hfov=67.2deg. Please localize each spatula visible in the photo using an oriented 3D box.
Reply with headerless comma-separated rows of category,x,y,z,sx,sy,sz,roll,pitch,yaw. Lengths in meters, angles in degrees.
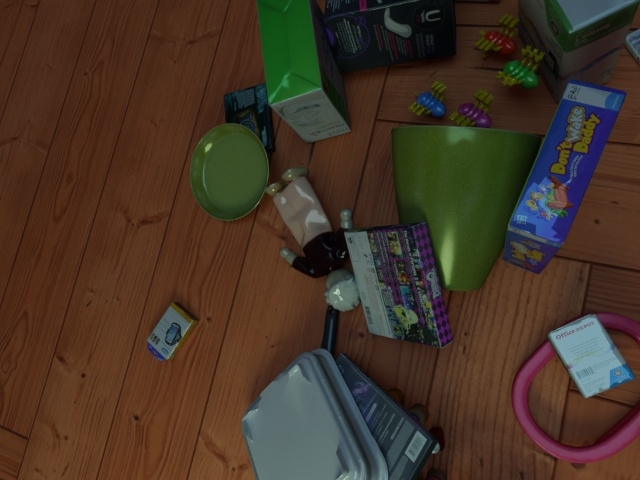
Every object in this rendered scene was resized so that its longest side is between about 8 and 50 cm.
spatula,0.016,0.287,1.060,0.084,0.030,0.296,1,79,23

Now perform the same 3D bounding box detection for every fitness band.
fitness band,0.495,0.267,0.891,0.291,0.054,0.209,-47,66,4

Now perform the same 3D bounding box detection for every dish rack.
dish rack,-0.043,0.404,0.950,0.285,0.072,0.332,-49,42,16

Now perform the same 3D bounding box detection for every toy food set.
toy food set,0.182,0.410,0.938,0.111,0.104,0.232,-10,76,17

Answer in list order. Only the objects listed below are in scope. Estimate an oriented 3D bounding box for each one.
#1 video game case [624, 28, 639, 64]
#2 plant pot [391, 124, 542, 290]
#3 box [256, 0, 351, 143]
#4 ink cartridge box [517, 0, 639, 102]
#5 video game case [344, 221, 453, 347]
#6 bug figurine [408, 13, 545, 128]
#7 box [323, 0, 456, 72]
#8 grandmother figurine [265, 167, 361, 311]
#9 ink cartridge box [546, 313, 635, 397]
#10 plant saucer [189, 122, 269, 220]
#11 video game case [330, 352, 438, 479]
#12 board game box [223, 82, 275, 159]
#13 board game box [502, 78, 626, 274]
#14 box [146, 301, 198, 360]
video game case,0.744,-0.380,0.943,0.202,0.023,0.183,-27,72,12
plant pot,0.261,-0.060,0.942,0.275,0.275,0.293,8,99,20
box,-0.035,-0.391,1.103,0.127,0.231,0.261,-12,76,18
ink cartridge box,0.469,-0.419,0.911,0.117,0.278,0.201,-24,73,17
video game case,0.146,0.083,0.946,0.210,0.042,0.231,-4,103,58
bug figurine,0.335,-0.335,1.026,0.279,0.072,0.216,-41,46,12
box,0.160,-0.502,1.079,0.271,0.165,0.143,-3,62,18
grandmother figurine,0.000,0.000,1.092,0.208,0.104,0.342,-38,71,38
ink cartridge box,0.475,0.203,0.856,0.089,0.052,0.122,-28,70,13
plant saucer,-0.223,-0.170,1.206,0.241,0.037,0.240,1,93,26
video game case,0.075,0.371,0.920,0.274,0.026,0.196,34,98,51
board game box,-0.185,-0.306,1.248,0.126,0.026,0.186,-10,76,17
board game box,0.400,-0.081,0.830,0.078,0.347,0.233,23,87,22
box,-0.375,0.233,1.209,0.081,0.028,0.136,36,95,21
